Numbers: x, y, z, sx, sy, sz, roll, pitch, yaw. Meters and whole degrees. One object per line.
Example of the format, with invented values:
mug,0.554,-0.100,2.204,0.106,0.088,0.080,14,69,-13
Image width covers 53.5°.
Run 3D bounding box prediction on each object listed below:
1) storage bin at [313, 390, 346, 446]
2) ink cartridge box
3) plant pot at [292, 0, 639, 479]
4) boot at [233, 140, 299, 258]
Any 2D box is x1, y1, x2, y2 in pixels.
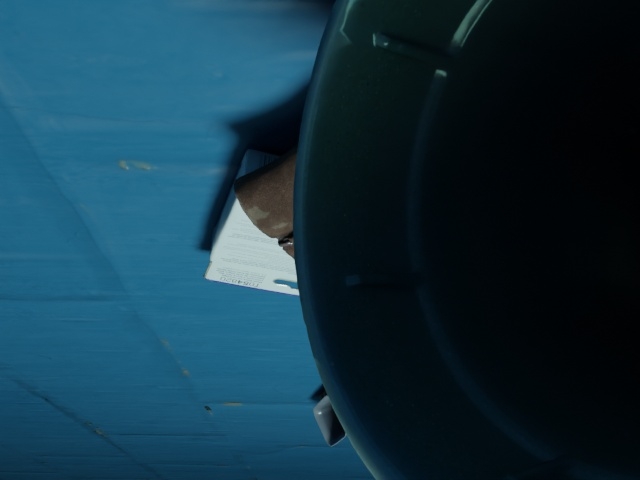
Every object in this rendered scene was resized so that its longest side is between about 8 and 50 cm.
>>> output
storage bin,0.051,0.336,1.257,0.091,0.098,0.135,-18,158,-25
ink cartridge box,0.000,0.000,0.685,0.223,0.045,0.224,12,150,-16
plant pot,0.209,-0.026,0.358,0.334,0.341,0.341,4,154,-32
boot,0.075,-0.028,0.560,0.206,0.090,0.248,-32,124,25
